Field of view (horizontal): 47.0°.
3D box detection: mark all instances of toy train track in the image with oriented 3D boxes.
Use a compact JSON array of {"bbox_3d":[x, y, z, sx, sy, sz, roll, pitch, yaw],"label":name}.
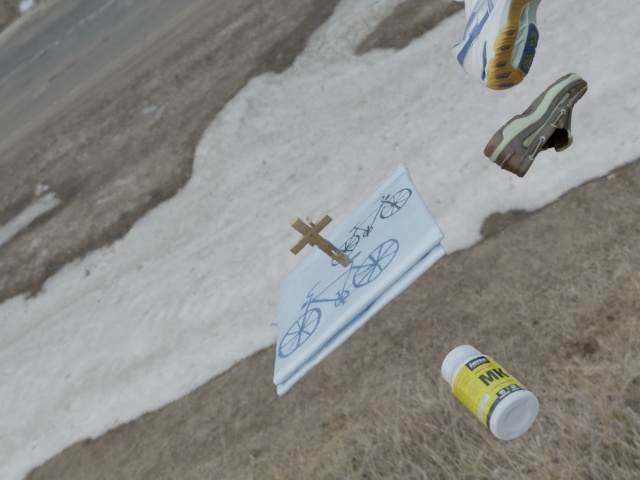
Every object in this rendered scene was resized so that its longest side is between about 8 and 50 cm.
[{"bbox_3d":[0.000,0.000,0.679,0.048,0.083,0.014,-43,40,10],"label":"toy train track"}]

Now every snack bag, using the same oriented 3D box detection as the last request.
[{"bbox_3d":[0.043,0.044,1.133,0.323,0.037,0.342,-44,17,14],"label":"snack bag"}]

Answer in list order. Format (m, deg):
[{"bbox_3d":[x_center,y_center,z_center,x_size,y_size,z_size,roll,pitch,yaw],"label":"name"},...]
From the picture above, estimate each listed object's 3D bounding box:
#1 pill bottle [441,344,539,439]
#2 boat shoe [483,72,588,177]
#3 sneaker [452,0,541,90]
[{"bbox_3d":[0.359,0.321,1.585,0.119,0.119,0.208,-41,36,-4],"label":"pill bottle"},{"bbox_3d":[0.388,-0.189,1.255,0.257,0.095,0.095,-39,73,-23],"label":"boat shoe"},{"bbox_3d":[0.267,-0.377,1.070,0.131,0.111,0.297,45,127,45],"label":"sneaker"}]
